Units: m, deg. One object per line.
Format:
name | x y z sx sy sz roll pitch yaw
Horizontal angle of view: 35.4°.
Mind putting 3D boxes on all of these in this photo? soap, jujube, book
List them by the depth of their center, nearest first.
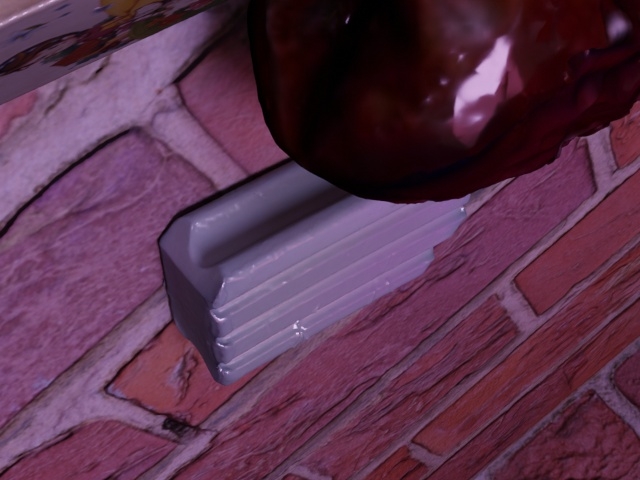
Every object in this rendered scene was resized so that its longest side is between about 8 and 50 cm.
book | -0.173 -0.095 0.538 0.323 0.018 0.228 -28 -174 -9
jujube | 0.119 -0.161 0.715 0.377 0.258 0.258 -31 152 -40
soap | 0.000 0.000 0.948 0.290 0.095 0.172 -28 148 -20
